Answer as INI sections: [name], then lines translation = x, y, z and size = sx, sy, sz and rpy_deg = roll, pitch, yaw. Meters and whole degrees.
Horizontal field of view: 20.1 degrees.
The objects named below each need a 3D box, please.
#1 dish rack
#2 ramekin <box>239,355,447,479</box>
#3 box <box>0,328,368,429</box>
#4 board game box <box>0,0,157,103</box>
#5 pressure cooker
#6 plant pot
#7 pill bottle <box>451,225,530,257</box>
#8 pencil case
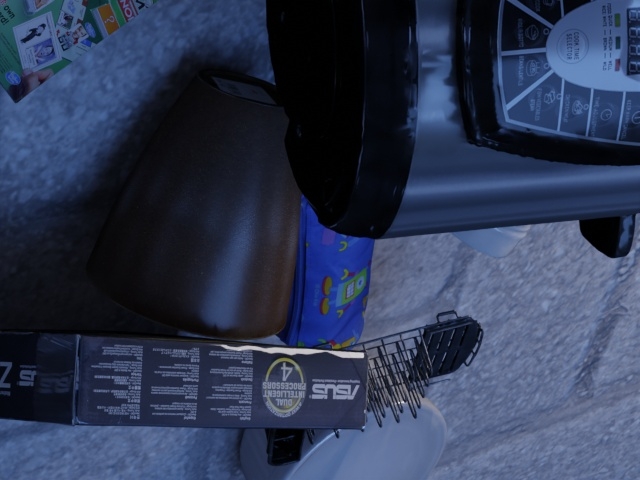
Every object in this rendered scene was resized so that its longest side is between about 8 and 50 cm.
[dish rack]
translation = 0.062, 0.169, 2.103
size = 0.271, 0.074, 0.208
rpy_deg = -14, 159, -11
[ramekin]
translation = 0.018, 0.265, 2.326
size = 0.273, 0.127, 0.273
rpy_deg = -25, 143, -20
[box]
translation = -0.195, 0.141, 1.859
size = 0.395, 0.318, 0.097
rpy_deg = 7, 83, -46
[board game box]
translation = -0.253, -0.280, 1.558
size = 0.213, 0.046, 0.317
rpy_deg = -37, 144, -6
[pressure cooker]
translation = 0.186, -0.199, 1.533
size = 0.420, 0.375, 0.370
rpy_deg = -5, 153, -14
[plant pot]
translation = -0.106, -0.049, 1.832
size = 0.215, 0.215, 0.230
rpy_deg = 0, 115, -42
[pill bottle]
translation = 0.255, -0.140, 2.056
size = 0.176, 0.176, 0.318
rpy_deg = 13, 120, -48
[pencil case]
translation = 0.000, 0.000, 2.025
size = 0.133, 0.119, 0.306
rpy_deg = -42, 151, -36
